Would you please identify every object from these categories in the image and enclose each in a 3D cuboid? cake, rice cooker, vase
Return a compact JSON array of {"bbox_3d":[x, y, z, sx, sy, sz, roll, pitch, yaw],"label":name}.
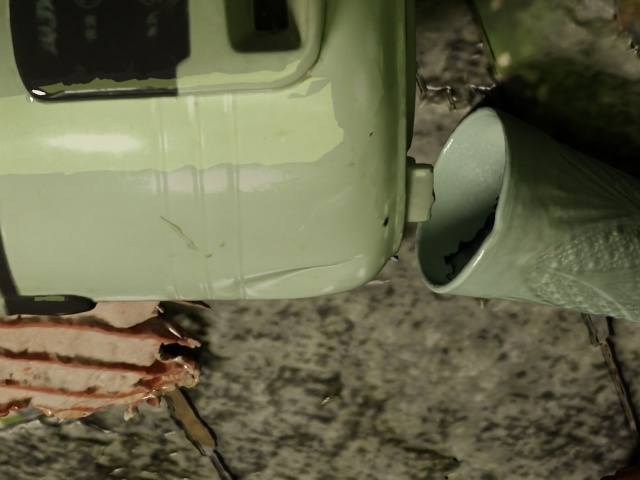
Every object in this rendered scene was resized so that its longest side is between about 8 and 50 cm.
[{"bbox_3d":[-0.184,0.048,0.905,0.287,0.135,0.098,14,116,-26],"label":"cake"},{"bbox_3d":[-0.076,-0.082,0.721,0.244,0.226,0.226,-1,131,3],"label":"rice cooker"},{"bbox_3d":[0.166,0.008,0.895,0.219,0.096,0.096,16,128,-20],"label":"vase"}]

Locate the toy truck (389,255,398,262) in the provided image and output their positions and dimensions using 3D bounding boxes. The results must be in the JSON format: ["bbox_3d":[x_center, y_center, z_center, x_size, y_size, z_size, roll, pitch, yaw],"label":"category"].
[{"bbox_3d":[0.000,0.000,0.921,0.083,0.024,0.032,0,153,0],"label":"toy truck"}]

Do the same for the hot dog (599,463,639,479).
[{"bbox_3d":[0.333,0.170,0.973,0.388,0.174,0.267,-19,159,16],"label":"hot dog"}]
